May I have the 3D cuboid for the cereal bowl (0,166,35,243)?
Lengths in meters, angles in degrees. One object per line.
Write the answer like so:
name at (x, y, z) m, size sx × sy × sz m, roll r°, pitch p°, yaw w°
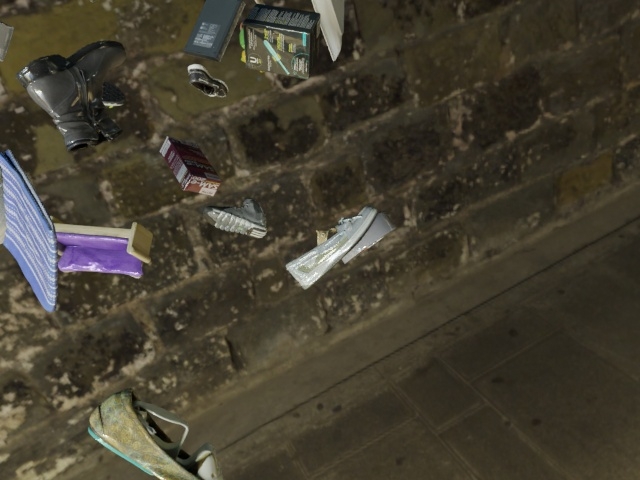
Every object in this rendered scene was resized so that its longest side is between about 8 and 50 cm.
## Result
cereal bowl at (-0.997, -0.144, 1.549) m, size 0.338 × 0.141 × 0.339 m, roll 14°, pitch 46°, yaw -15°

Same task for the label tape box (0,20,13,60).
label tape box at (-1.060, -0.614, 1.444) m, size 0.249 × 0.115 × 0.347 m, roll 27°, pitch 7°, yaw 18°

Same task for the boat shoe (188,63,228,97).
boat shoe at (-0.230, -0.318, 1.120) m, size 0.046 × 0.038 × 0.125 m, roll -6°, pitch -11°, yaw 16°

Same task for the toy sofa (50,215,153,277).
toy sofa at (-0.816, 0.025, 1.985) m, size 0.362 × 0.150 × 0.177 m, roll 4°, pitch 73°, yaw 8°

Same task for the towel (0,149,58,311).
towel at (-0.655, -0.007, 1.216) m, size 0.040 × 0.336 × 0.243 m, roll -25°, pitch 68°, yaw -38°

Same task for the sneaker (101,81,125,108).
sneaker at (-0.750, -0.449, 1.738) m, size 0.234 × 0.084 × 0.097 m, roll -8°, pitch -19°, yaw -30°

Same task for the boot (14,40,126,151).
boot at (-0.559, -0.351, 1.341) m, size 0.118 × 0.223 × 0.338 m, roll -20°, pitch 20°, yaw 34°

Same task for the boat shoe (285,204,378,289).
boat shoe at (0.039, 0.005, 1.607) m, size 0.320 × 0.103 × 0.118 m, roll -45°, pitch -5°, yaw 7°

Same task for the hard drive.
hard drive at (-0.223, -0.448, 1.141) m, size 0.094 × 0.022 × 0.135 m, roll 21°, pitch 87°, yaw 28°

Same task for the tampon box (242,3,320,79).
tampon box at (-0.090, -0.474, 1.293) m, size 0.160 × 0.121 × 0.102 m, roll 13°, pitch 49°, yaw 8°

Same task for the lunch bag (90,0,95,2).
lunch bag at (-0.724, -0.917, 1.650) m, size 0.168 × 0.287 × 0.235 m, roll -29°, pitch 15°, yaw -12°

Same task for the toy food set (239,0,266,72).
toy food set at (-0.193, -0.593, 1.604) m, size 0.071 × 0.128 × 0.218 m, roll -10°, pitch 62°, yaw 35°

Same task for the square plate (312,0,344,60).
square plate at (0.015, -0.794, 1.667) m, size 0.049 × 0.344 × 0.348 m, roll -9°, pitch 52°, yaw 15°

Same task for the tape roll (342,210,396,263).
tape roll at (0.152, -0.010, 1.866) m, size 0.219 × 0.072 × 0.219 m, roll -34°, pitch -7°, yaw -4°

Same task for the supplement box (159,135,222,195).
supplement box at (-0.461, -0.264, 1.928) m, size 0.130 × 0.073 × 0.239 m, roll 8°, pitch 36°, yaw -48°

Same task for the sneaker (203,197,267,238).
sneaker at (-0.287, -0.099, 1.866) m, size 0.086 × 0.228 × 0.132 m, roll -39°, pitch 38°, yaw 46°

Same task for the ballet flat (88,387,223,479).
ballet flat at (-0.266, 0.405, 1.014) m, size 0.123 × 0.348 × 0.123 m, roll -43°, pitch 13°, yaw 12°

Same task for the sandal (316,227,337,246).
sandal at (0.001, 0.000, 2.055) m, size 0.240 × 0.079 × 0.088 m, roll -41°, pitch 3°, yaw -5°
